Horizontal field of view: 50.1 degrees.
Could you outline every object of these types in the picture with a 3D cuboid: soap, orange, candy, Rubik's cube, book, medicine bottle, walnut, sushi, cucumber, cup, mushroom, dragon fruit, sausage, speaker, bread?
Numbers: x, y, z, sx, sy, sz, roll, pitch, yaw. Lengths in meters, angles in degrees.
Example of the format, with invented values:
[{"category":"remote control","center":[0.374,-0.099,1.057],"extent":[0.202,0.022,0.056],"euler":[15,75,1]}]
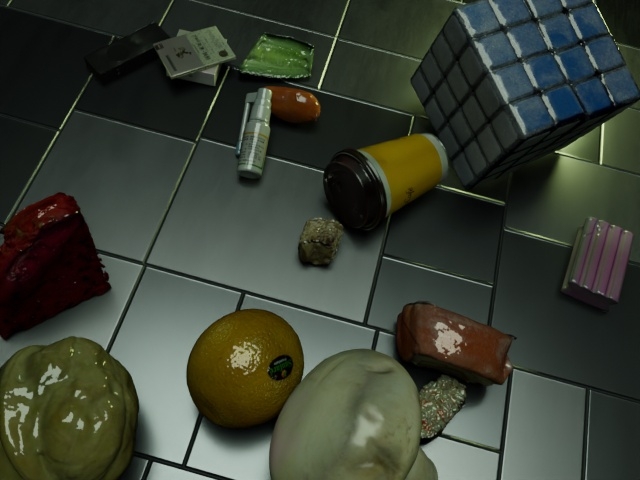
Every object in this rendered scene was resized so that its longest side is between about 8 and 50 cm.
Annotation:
[{"category":"soap","center":[0.651,0.052,1.605],"extent":[0.122,0.065,0.203],"euler":[24,61,7]},{"category":"orange","center":[-0.144,0.245,1.316],"extent":[0.236,0.236,0.236],"euler":[3,60,-5]},{"category":"candy","center":[0.000,0.000,1.550],"extent":[0.095,0.085,0.110],"euler":[9,50,6]},{"category":"Rubik's cube","center":[0.466,-0.370,1.626],"extent":[0.337,0.344,0.345],"euler":[-21,80,-15]},{"category":"book","center":[-0.325,-0.487,1.765],"extent":[0.181,0.014,0.127],"euler":[-23,66,-19]},{"category":"medicine bottle","center":[-0.166,-0.262,1.668],"extent":[0.092,0.061,0.221],"euler":[0,73,36]},{"category":"walnut","center":[-0.461,0.319,1.215],"extent":[0.281,0.253,0.277],"euler":[-11,56,-9]},{"category":"sushi","center":[0.229,0.341,1.386],"extent":[0.150,0.078,0.090],"euler":[-38,71,-23]},{"category":"cucumber","center":[-0.116,-0.487,1.814],"extent":[0.192,0.086,0.115],"euler":[6,104,-5]},{"category":"cup","center":[0.157,-0.149,1.602],"extent":[0.279,0.196,0.196],"euler":[-24,66,-28]},{"category":"mushroom","center":[0.048,0.345,1.218],"extent":[0.315,0.356,0.315],"euler":[-3,74,11]},{"category":"dragon fruit","center":[-0.522,0.010,1.385],"extent":[0.240,0.330,0.302],"euler":[12,55,-25]},{"category":"sausage","center":[-0.085,-0.348,1.735],"extent":[0.179,0.089,0.089],"euler":[13,60,8]},{"category":"speaker","center":[-0.499,-0.491,1.788],"extent":[0.218,0.044,0.082],"euler":[-34,70,-22]},{"category":"bread","center":[0.280,0.216,1.408],"extent":[0.244,0.190,0.123],"euler":[16,73,-1]}]

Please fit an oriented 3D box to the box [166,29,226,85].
[{"category":"box","center":[-0.324,-0.480,1.799],"extent":[0.129,0.051,0.130],"euler":[12,60,0]}]
